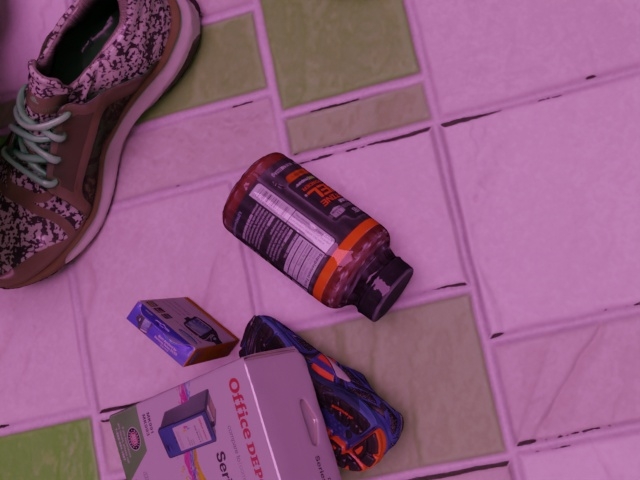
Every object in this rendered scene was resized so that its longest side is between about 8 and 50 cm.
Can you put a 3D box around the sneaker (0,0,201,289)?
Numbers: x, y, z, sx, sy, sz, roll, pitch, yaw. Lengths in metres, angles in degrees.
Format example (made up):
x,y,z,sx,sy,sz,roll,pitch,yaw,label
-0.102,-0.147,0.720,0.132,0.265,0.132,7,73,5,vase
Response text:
x,y,z,sx,sy,sz,roll,pitch,yaw,label
-0.296,-0.139,1.000,0.158,0.182,0.410,28,90,15,sneaker

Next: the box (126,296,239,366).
x,y,z,sx,sy,sz,roll,pitch,yaw,label
-0.147,0.095,0.960,0.081,0.136,0.028,38,100,15,box

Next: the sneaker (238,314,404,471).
x,y,z,sx,sy,sz,roll,pitch,yaw,label
-0.003,0.156,0.954,0.221,0.087,0.083,41,115,29,sneaker

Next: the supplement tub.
x,y,z,sx,sy,sz,roll,pitch,yaw,label
0.000,0.000,0.956,0.198,0.106,0.106,37,92,14,supplement tub

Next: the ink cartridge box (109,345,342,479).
x,y,z,sx,sy,sz,roll,pitch,yaw,label
-0.099,0.214,0.918,0.212,0.093,0.154,-26,77,33,ink cartridge box
